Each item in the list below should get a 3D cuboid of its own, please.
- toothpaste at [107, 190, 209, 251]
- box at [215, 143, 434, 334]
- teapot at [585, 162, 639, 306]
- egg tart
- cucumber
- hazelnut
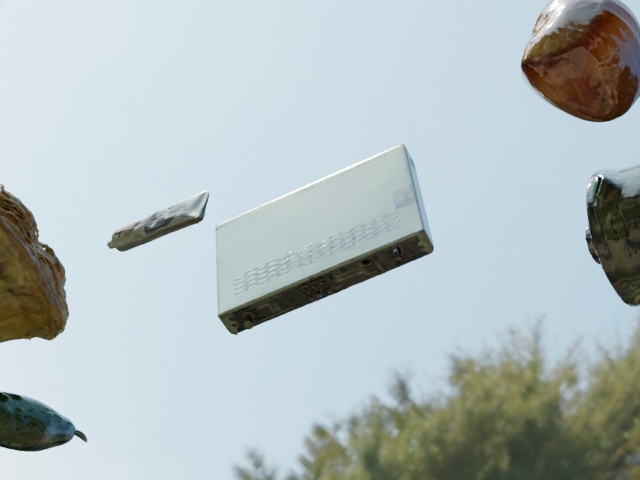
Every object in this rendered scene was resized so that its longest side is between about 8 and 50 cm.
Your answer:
[{"bbox_3d":[-0.251,-0.023,2.068,0.233,0.060,0.038,-20,-49,40],"label":"toothpaste"},{"bbox_3d":[0.000,0.000,1.636,0.045,0.270,0.211,58,14,-36],"label":"box"},{"bbox_3d":[0.505,-0.021,1.663,0.337,0.200,0.270,-16,-43,30],"label":"teapot"},{"bbox_3d":[-0.334,0.027,1.342,0.212,0.090,0.212,38,-32,29],"label":"egg tart"},{"bbox_3d":[-0.329,0.169,1.313,0.250,0.056,0.056,21,-13,-35],"label":"cucumber"},{"bbox_3d":[0.307,-0.210,1.561,0.150,0.150,0.150,32,-31,22],"label":"hazelnut"}]
